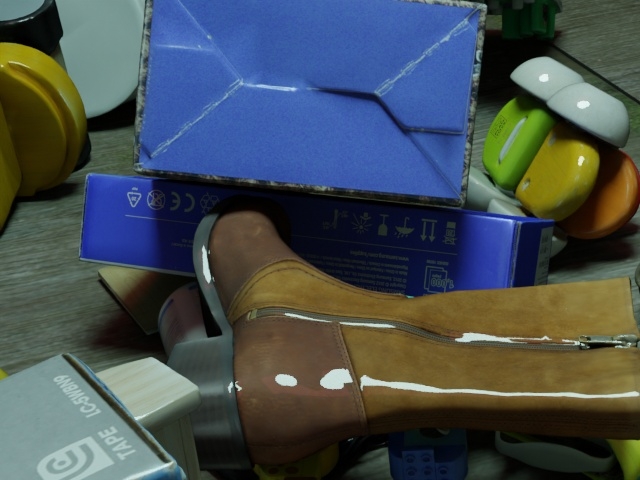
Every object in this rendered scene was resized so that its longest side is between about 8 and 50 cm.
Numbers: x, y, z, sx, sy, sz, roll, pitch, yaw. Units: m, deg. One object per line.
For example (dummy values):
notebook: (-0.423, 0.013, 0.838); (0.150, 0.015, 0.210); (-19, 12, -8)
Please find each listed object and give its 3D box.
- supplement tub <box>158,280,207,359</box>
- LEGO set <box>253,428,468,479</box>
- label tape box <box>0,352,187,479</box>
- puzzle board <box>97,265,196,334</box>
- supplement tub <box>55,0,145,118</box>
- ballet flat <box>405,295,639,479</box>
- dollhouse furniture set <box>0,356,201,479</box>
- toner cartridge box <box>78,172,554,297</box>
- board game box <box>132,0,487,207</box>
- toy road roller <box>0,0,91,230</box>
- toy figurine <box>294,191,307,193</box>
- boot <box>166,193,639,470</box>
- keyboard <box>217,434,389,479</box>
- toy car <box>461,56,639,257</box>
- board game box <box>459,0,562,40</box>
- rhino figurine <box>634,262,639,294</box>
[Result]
supplement tub: (-0.081, 0.082, 0.928); (0.071, 0.071, 0.107); (-12, 28, -11)
LEGO set: (0.015, 0.166, 0.730); (0.227, 0.087, 0.093); (-4, 27, 7)
label tape box: (-0.185, 0.219, 0.409); (0.334, 0.240, 0.106); (-25, 31, -24)
puzzle board: (-0.131, 0.041, 1.082); (0.096, 0.011, 0.128); (-17, 30, -23)
supplement tub: (-0.277, -0.306, 1.530); (0.241, 0.241, 0.331); (-2, 28, 8)
ballet flat: (0.117, 0.104, 0.824); (0.231, 0.077, 0.077); (21, 50, 20)
dollhouse furniture set: (-0.234, 0.156, 0.679); (0.286, 0.198, 0.303); (-26, 33, -34)
toner cartridge box: (0.000, 0.000, 0.986); (0.348, 0.075, 0.165); (7, 2, 20)
board game box: (-0.013, -0.110, 0.965); (0.232, 0.141, 0.291); (6, 3, -2)
toy road roller: (-0.406, -0.124, 1.263); (0.330, 0.202, 0.240); (-1, 38, 7)
toy figurine: (-0.073, -0.090, 1.153); (0.173, 0.159, 0.130); (13, 28, 28)
boot: (0.055, 0.036, 0.779); (0.280, 0.096, 0.264); (-7, 24, 8)
keyboard: (0.011, 0.119, 0.875); (0.192, 0.038, 0.100); (-25, 33, -31)
toy car: (0.217, -0.064, 1.097); (0.136, 0.159, 0.182); (21, 16, -25)
board game box: (0.073, -0.293, 1.452); (0.390, 0.050, 0.390); (3, -1, 16)
rhino figurine: (0.357, 0.017, 0.963); (0.243, 0.073, 0.106); (-15, 32, -20)
